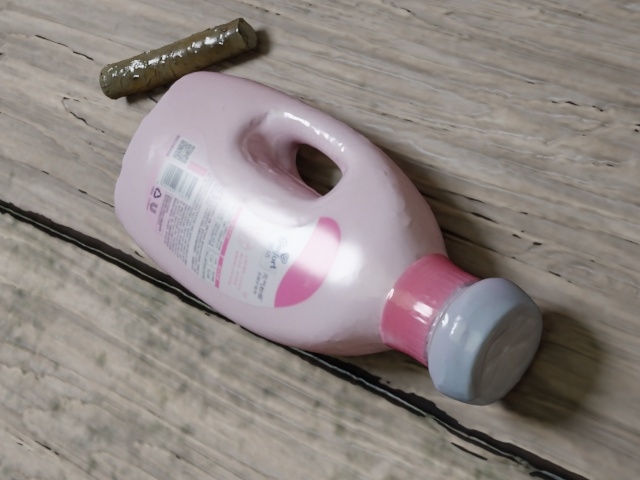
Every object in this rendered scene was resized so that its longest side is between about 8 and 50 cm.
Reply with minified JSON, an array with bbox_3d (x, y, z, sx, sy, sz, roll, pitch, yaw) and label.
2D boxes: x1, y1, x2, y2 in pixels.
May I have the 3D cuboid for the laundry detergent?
[{"bbox_3d":[0.000,0.000,0.887,0.335,0.088,0.159,30,96,35],"label":"laundry detergent"}]

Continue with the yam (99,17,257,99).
[{"bbox_3d":[-0.114,-0.144,1.038,0.145,0.032,0.032,-14,70,32],"label":"yam"}]
